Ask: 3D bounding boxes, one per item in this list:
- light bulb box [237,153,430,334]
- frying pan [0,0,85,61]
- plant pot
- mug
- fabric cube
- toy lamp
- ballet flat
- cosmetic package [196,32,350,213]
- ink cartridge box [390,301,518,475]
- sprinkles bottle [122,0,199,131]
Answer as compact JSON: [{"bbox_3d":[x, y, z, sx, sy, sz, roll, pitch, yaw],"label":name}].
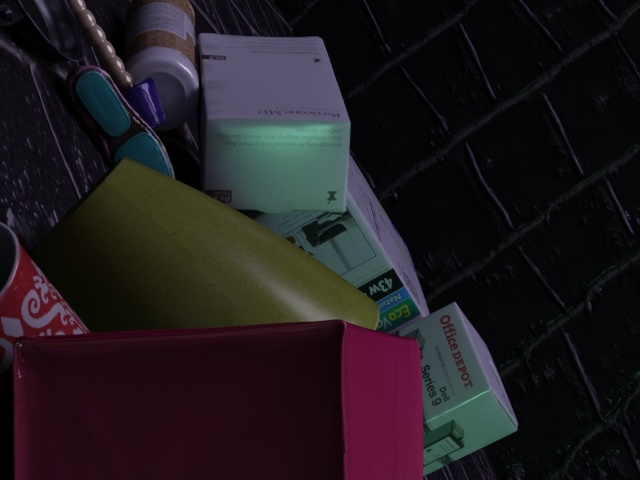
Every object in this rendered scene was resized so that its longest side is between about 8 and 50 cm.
[{"bbox_3d":[0.000,0.000,2.189,0.361,0.225,0.358,58,9,-26],"label":"light bulb box"},{"bbox_3d":[-0.363,-0.275,1.582,0.197,0.053,0.326,54,14,-37],"label":"frying pan"},{"bbox_3d":[-0.140,0.065,1.277,0.293,0.275,0.275,44,13,-10],"label":"plant pot"},{"bbox_3d":[-0.259,0.090,1.009,0.113,0.150,0.169,23,-23,37],"label":"mug"},{"bbox_3d":[-0.065,0.196,0.971,0.258,0.254,0.259,25,63,-73],"label":"fabric cube"},{"bbox_3d":[-0.311,-0.274,1.783,0.274,0.080,0.080,60,9,-9],"label":"toy lamp"},{"bbox_3d":[-0.266,-0.140,1.679,0.221,0.077,0.079,58,-9,-21],"label":"ballet flat"},{"bbox_3d":[-0.083,-0.189,1.940,0.385,0.217,0.156,-108,-160,-63],"label":"cosmetic package"},{"bbox_3d":[0.137,0.256,1.984,0.121,0.289,0.211,55,11,-38],"label":"ink cartridge box"},{"bbox_3d":[-0.256,-0.297,2.001,0.121,0.121,0.355,57,10,-28],"label":"sprinkles bottle"}]
